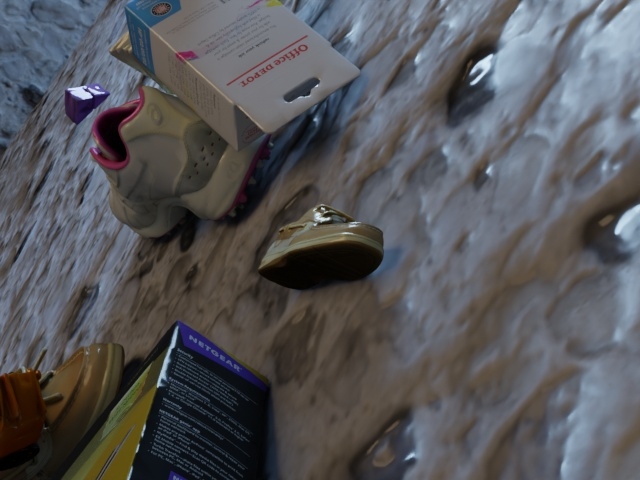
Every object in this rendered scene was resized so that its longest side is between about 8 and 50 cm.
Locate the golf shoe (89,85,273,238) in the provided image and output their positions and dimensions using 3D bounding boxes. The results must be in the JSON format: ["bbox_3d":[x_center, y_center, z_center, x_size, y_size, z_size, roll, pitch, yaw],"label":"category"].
[{"bbox_3d":[-0.160,-0.081,1.005,0.306,0.140,0.115,-14,51,61],"label":"golf shoe"}]

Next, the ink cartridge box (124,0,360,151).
[{"bbox_3d":[-0.064,-0.146,0.868,0.104,0.181,0.061,-36,-26,-23],"label":"ink cartridge box"}]

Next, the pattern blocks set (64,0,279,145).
[{"bbox_3d":[-0.111,-0.215,1.008,0.325,0.026,0.285,-40,-11,-9],"label":"pattern blocks set"}]

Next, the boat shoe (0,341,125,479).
[{"bbox_3d":[-0.279,0.193,0.968,0.285,0.089,0.104,-50,24,20],"label":"boat shoe"}]

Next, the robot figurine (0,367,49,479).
[{"bbox_3d":[-0.324,0.237,0.901,0.291,0.085,0.211,-35,71,27],"label":"robot figurine"}]

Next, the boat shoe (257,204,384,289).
[{"bbox_3d":[0.000,0.000,0.689,0.135,0.050,0.045,-15,54,59],"label":"boat shoe"}]

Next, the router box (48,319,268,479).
[{"bbox_3d":[-0.157,0.229,0.640,0.309,0.081,0.243,-50,14,19],"label":"router box"}]
